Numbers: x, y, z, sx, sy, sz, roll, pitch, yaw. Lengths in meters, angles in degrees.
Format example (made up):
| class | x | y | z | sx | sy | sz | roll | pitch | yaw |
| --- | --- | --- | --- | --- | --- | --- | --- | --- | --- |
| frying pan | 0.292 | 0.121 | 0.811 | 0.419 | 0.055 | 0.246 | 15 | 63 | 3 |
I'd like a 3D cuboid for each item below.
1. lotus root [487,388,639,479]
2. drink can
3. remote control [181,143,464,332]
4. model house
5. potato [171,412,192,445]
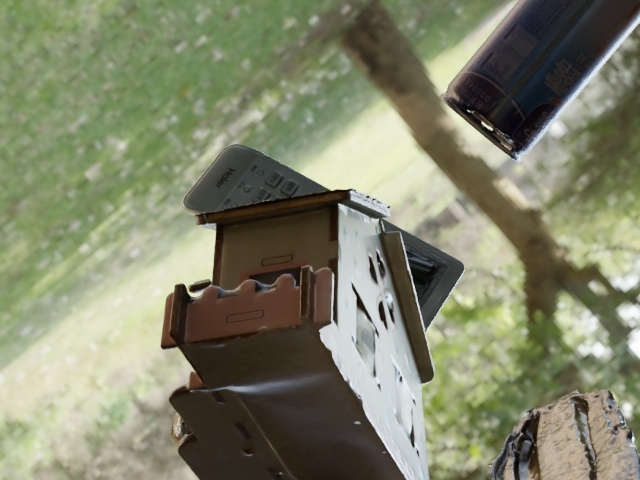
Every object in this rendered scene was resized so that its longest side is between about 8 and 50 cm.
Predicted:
| class | x | y | z | sx | sy | sz | roll | pitch | yaw |
| --- | --- | --- | --- | --- | --- | --- | --- | --- | --- |
| lotus root | 0.266 | 0.257 | 1.535 | 0.167 | 0.078 | 0.329 | -22 | -166 | 14 |
| drink can | 0.212 | -0.185 | 1.251 | 0.235 | 0.097 | 0.097 | -51 | 174 | 9 |
| remote control | 0.000 | 0.000 | 1.515 | 0.103 | 0.293 | 0.051 | -54 | 165 | -31 |
| model house | -0.017 | 0.070 | 1.163 | 0.169 | 0.326 | 0.244 | -11 | -131 | 18 |
| potato | -0.062 | 0.161 | 1.458 | 0.188 | 0.085 | 0.105 | -22 | 170 | -5 |
